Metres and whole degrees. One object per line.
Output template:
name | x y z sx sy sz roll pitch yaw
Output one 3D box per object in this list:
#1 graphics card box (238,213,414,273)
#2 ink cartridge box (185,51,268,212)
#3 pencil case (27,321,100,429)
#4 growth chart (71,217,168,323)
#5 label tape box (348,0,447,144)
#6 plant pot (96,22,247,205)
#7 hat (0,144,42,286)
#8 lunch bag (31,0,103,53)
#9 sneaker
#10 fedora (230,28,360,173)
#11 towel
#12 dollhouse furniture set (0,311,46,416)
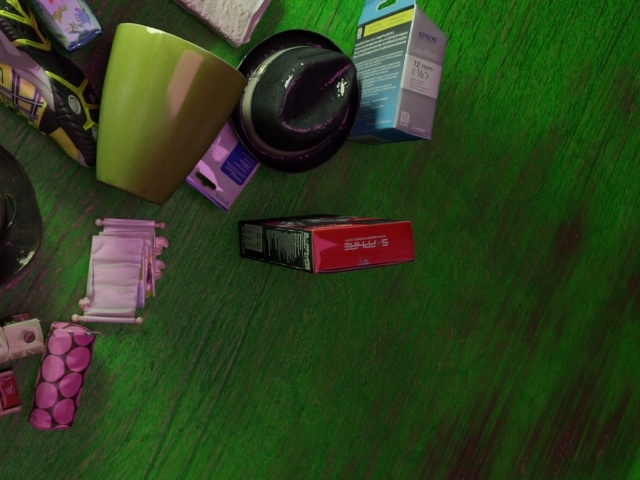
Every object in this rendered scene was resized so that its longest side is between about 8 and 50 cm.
graphics card box | 0.000 0.000 1.633 0.233 0.371 0.094 -6 96 -27
ink cartridge box | -0.186 -0.239 1.692 0.165 0.065 0.333 41 72 -24
pencil case | -0.512 0.272 1.527 0.098 0.095 0.209 19 85 -49
growth chart | -0.414 0.065 1.606 0.172 0.021 0.237 12 87 -29
label tape box | 0.173 -0.405 1.774 0.115 0.249 0.348 13 86 -29
plant pot | -0.325 -0.228 1.508 0.275 0.275 0.293 23 86 -28
hat | -0.653 -0.066 1.361 0.331 0.134 0.331 7 72 -24
lunch bag | -0.486 -0.432 1.465 0.096 0.151 0.129 -35 109 -12
sneaker | -0.554 -0.297 1.464 0.147 0.145 0.385 -21 121 16
fedora | -0.027 -0.307 1.650 0.334 0.152 0.334 -1 93 -27
towel | -0.238 -0.567 1.654 0.282 0.049 0.187 32 77 -26
dollhouse furniture set | -0.591 0.245 1.455 0.129 0.129 0.184 -13 98 -28
